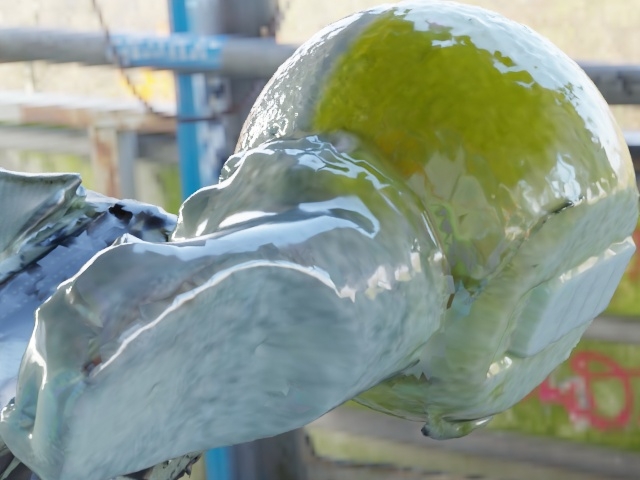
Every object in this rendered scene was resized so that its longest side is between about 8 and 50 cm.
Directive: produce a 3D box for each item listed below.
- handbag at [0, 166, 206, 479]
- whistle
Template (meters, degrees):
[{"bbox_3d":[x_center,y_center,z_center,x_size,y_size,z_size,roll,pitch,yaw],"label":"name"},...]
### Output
[{"bbox_3d":[-0.242,0.007,0.732,0.416,0.180,0.317,28,34,21],"label":"handbag"},{"bbox_3d":[0.000,0.000,0.453,0.123,0.123,0.223,11,24,39],"label":"whistle"}]
